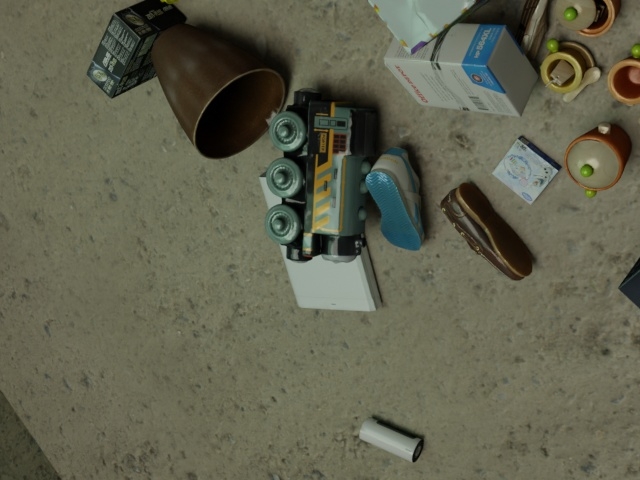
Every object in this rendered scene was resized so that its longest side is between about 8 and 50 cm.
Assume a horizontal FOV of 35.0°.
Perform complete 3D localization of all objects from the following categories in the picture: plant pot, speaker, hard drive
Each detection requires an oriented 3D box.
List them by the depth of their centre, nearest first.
[{"bbox_3d":[-0.222,-0.312,1.979,0.230,0.215,0.215,46,135,25],"label":"plant pot"},{"bbox_3d":[0.000,0.000,2.096,0.203,0.040,0.307,0,117,36],"label":"hard drive"},{"bbox_3d":[0.155,0.438,2.237,0.136,0.055,0.055,20,126,27],"label":"speaker"}]

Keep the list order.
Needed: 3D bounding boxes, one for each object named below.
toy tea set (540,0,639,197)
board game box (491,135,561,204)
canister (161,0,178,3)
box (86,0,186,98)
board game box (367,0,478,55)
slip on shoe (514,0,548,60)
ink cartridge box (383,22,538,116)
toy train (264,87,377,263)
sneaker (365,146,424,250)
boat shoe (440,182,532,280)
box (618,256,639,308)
[{"bbox_3d":[0.434,-0.225,1.581,0.200,0.124,0.336,-22,102,42],"label":"toy tea set"},{"bbox_3d":[0.359,-0.122,1.772,0.090,0.020,0.090,41,132,9],"label":"board game box"},{"bbox_3d":[-0.329,-0.560,1.976,0.170,0.073,0.126,39,132,13],"label":"canister"},{"bbox_3d":[-0.374,-0.393,2.058,0.077,0.147,0.180,44,134,5],"label":"box"},{"bbox_3d":[0.201,-0.413,1.535,0.144,0.275,0.142,52,134,-2],"label":"board game box"},{"bbox_3d":[0.347,-0.348,1.632,0.041,0.051,0.135,8,121,-14],"label":"slip on shoe"},{"bbox_3d":[0.229,-0.283,1.662,0.203,0.086,0.148,14,163,39],"label":"ink cartridge box"},{"bbox_3d":[0.005,-0.117,1.910,0.190,0.142,0.334,7,98,26],"label":"toy train"},{"bbox_3d":[0.156,-0.071,1.912,0.087,0.092,0.228,11,142,28],"label":"sneaker"},{"bbox_3d":[0.301,-0.009,1.851,0.207,0.073,0.073,54,136,7],"label":"boat shoe"},{"bbox_3d":[0.576,0.029,1.608,0.093,0.158,0.156,43,133,7],"label":"box"}]
